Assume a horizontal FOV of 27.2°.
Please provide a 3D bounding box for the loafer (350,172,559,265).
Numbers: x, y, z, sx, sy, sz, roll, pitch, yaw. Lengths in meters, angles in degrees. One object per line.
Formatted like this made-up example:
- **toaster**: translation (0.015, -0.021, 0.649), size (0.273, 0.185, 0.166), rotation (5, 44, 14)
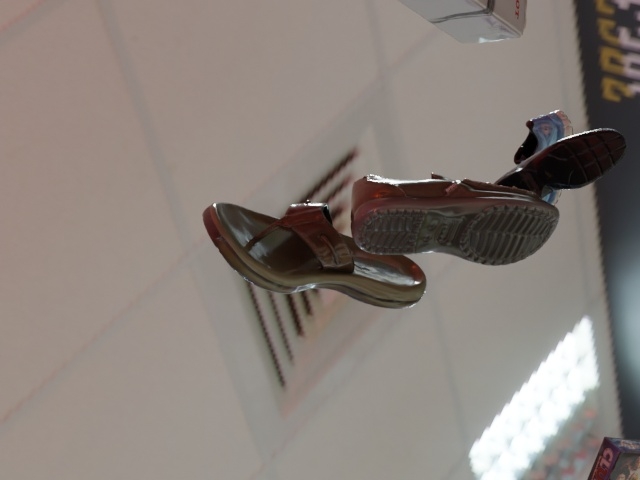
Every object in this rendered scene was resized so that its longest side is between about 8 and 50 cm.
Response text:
- **loafer**: translation (0.141, -0.036, 1.404), size (0.251, 0.087, 0.094), rotation (5, -49, -27)

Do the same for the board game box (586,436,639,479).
- **board game box**: translation (0.488, 0.373, 1.912), size (0.243, 0.042, 0.165), rotation (9, -71, -27)

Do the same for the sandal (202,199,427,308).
- **sandal**: translation (0.001, -0.001, 1.459), size (0.302, 0.120, 0.086), rotation (11, -55, -36)

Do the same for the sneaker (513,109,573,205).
- **sneaker**: translation (0.299, -0.108, 1.852), size (0.073, 0.063, 0.162), rotation (-6, -58, -17)

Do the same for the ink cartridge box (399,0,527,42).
- **ink cartridge box**: translation (0.159, -0.342, 1.560), size (0.219, 0.092, 0.160), rotation (21, -109, -54)

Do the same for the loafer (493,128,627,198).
- **loafer**: translation (0.275, -0.087, 1.536), size (0.062, 0.170, 0.061), rotation (62, -159, -12)
